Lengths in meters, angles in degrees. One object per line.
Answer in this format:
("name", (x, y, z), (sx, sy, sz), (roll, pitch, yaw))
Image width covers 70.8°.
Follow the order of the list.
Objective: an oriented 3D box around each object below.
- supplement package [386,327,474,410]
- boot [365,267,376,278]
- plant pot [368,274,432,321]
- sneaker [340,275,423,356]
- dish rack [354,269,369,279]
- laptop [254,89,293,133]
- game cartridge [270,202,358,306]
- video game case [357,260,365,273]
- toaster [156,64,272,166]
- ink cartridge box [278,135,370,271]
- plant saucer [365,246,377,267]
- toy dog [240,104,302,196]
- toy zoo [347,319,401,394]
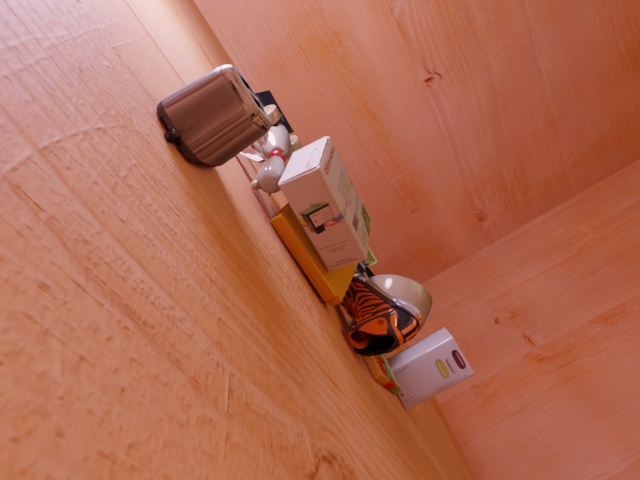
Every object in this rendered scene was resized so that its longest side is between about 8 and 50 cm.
("supplement package", (0.375, 0.445, 1.592), (0.145, 0.261, 0.204), (60, 6, 6))
("boot", (0.214, 0.207, 1.990), (0.367, 0.146, 0.445), (54, -3, 45))
("plant pot", (0.276, 0.291, 1.744), (0.284, 0.283, 0.191), (55, 42, -37))
("sneaker", (0.114, 0.210, 1.276), (0.321, 0.180, 0.125), (17, -51, 46))
("dish rack", (0.055, 0.066, 1.537), (0.333, 0.072, 0.286), (43, 14, -36))
("laptop", (-0.255, -0.554, 1.893), (0.234, 0.264, 0.136), (61, -31, 9))
("game cartridge", (0.000, 0.000, 1.271), (0.285, 0.052, 0.324), (57, 25, -11))
("video game case", (0.096, 0.007, 1.649), (0.196, 0.026, 0.274), (51, 10, -6))
("toaster", (-0.179, -0.217, 0.792), (0.129, 0.146, 0.227), (58, 6, -3))
("ink cartridge box", (0.021, -0.096, 1.162), (0.278, 0.117, 0.201), (60, 23, -26))
("plant saucer", (0.103, 0.053, 1.815), (0.188, 0.188, 0.045), (62, -20, 23))
("toy dog", (-0.163, -0.236, 1.237), (0.220, 0.160, 0.334), (61, 20, -14))
("toy zoo", (0.164, 0.357, 1.392), (0.192, 0.030, 0.293), (63, 7, 34))
